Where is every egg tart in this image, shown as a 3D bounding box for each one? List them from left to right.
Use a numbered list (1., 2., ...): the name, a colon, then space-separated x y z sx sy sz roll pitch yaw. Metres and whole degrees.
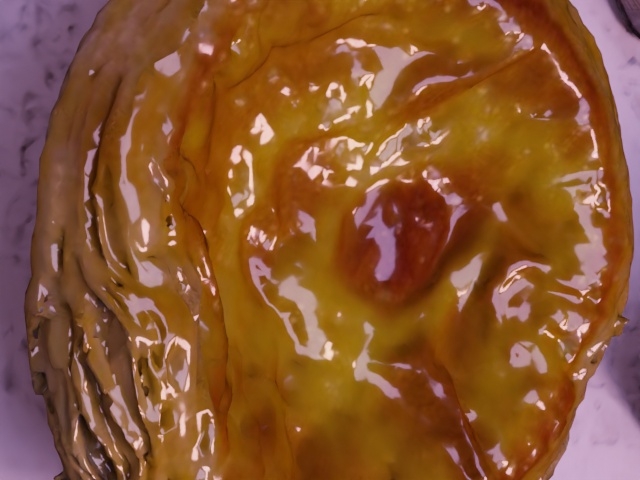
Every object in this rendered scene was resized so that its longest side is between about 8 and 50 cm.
1. egg tart: 0.000 0.000 0.632 0.294 0.116 0.295 -4 97 -34

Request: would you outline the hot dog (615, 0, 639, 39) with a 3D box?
1. hot dog: 0.164 -0.205 0.743 0.144 0.075 0.268 -46 118 -21
